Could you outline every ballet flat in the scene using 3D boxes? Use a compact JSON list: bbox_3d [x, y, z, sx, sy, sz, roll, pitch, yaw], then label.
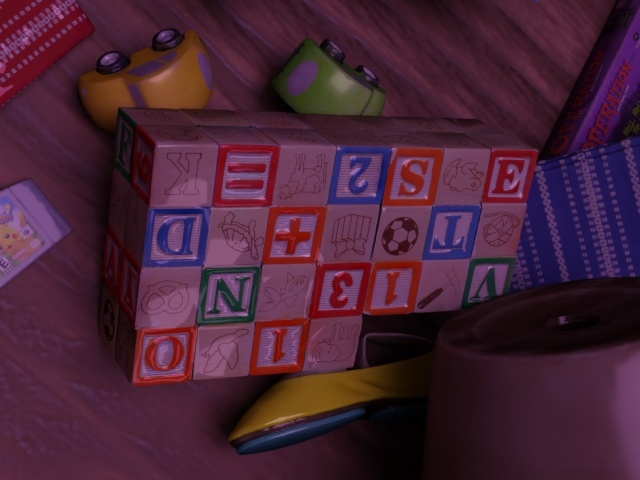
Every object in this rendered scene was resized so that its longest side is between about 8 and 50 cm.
[{"bbox_3d":[0.027,0.112,0.829,0.231,0.077,0.077,-5,69,-28],"label":"ballet flat"}]

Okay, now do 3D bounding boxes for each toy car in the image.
[{"bbox_3d":[-0.028,-0.132,0.776,0.225,0.053,0.239,28,111,-38],"label":"toy car"}]

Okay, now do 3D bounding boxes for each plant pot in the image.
[{"bbox_3d":[0.194,0.184,0.745,0.323,0.323,0.280,-16,100,-25],"label":"plant pot"}]

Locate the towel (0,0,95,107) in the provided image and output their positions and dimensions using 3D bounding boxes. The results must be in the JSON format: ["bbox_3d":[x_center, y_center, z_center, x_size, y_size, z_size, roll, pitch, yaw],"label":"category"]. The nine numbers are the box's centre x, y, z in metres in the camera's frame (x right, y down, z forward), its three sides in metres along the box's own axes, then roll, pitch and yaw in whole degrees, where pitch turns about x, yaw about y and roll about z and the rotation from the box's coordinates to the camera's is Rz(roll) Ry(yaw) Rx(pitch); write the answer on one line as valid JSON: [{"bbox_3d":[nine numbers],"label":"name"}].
[{"bbox_3d":[-0.308,-0.192,0.700,0.199,0.031,0.275,-46,108,-22],"label":"towel"}]

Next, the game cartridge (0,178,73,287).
[{"bbox_3d":[-0.222,-0.003,0.740,0.083,0.017,0.056,-43,101,-21],"label":"game cartridge"}]

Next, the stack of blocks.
[{"bbox_3d":[0.000,0.000,0.772,0.297,0.087,0.171,-2,113,-27],"label":"stack of blocks"}]

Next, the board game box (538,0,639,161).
[{"bbox_3d":[0.360,-0.160,1.006,0.208,0.056,0.346,37,73,-24],"label":"board game box"}]

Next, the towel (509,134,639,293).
[{"bbox_3d":[0.303,0.022,0.873,0.336,0.040,0.243,-15,96,15],"label":"towel"}]
